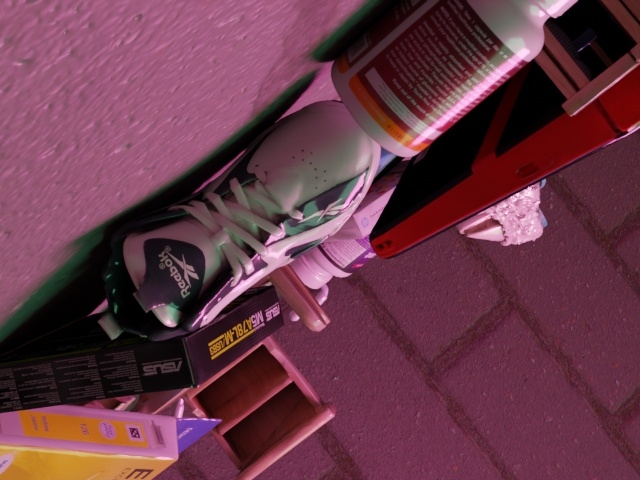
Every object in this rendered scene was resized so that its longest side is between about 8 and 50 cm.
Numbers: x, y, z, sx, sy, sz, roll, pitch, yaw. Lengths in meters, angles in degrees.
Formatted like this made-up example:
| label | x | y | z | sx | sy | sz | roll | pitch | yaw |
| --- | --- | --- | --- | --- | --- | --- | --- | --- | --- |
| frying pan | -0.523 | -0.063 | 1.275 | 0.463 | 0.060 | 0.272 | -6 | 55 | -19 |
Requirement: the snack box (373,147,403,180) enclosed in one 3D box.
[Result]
| label | x | y | z | sx | sy | sz | roll | pitch | yaw |
| --- | --- | --- | --- | --- | --- | --- | --- | --- | --- |
| snack box | -0.051 | -0.013 | 1.035 | 0.322 | 0.060 | 0.187 | -39 | 176 | 25 |

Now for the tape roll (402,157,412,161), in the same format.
| label | x | y | z | sx | sy | sz | roll | pitch | yaw |
| --- | --- | --- | --- | --- | --- | --- | --- | --- | --- |
| tape roll | 0.235 | -0.157 | 1.756 | 0.286 | 0.100 | 0.286 | -37 | 176 | -3 |

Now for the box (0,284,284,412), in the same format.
| label | x | y | z | sx | sy | sz | roll | pitch | yaw |
| --- | --- | --- | --- | --- | --- | --- | --- | --- | --- |
| box | -0.149 | 0.086 | 0.854 | 0.190 | 0.045 | 0.184 | -10 | -171 | 19 |

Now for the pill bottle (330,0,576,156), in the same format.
| label | x | y | z | sx | sy | sz | roll | pitch | yaw |
| --- | --- | --- | --- | --- | --- | --- | --- | --- | --- |
| pill bottle | 0.087 | -0.130 | 0.680 | 0.152 | 0.086 | 0.086 | -39 | 176 | 24 |

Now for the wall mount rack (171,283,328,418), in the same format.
| label | x | y | z | sx | sy | sz | roll | pitch | yaw |
| --- | --- | --- | --- | --- | --- | --- | --- | --- | --- |
| wall mount rack | -0.139 | 0.153 | 1.758 | 0.304 | 0.130 | 0.350 | -38 | 176 | 9 |

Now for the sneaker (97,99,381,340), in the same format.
| label | x | y | z | sx | sy | sz | roll | pitch | yaw |
| --- | --- | --- | --- | --- | --- | --- | --- | --- | --- |
| sneaker | -0.066 | -0.002 | 0.725 | 0.235 | 0.094 | 0.153 | -28 | -170 | 25 |

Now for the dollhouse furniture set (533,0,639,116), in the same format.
| label | x | y | z | sx | sy | sz | roll | pitch | yaw |
| --- | --- | --- | --- | --- | --- | --- | --- | --- | --- |
| dollhouse furniture set | 0.220 | -0.193 | 0.854 | 0.129 | 0.129 | 0.183 | -39 | 175 | 17 |

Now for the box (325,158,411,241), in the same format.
| label | x | y | z | sx | sy | sz | roll | pitch | yaw |
| --- | --- | --- | --- | --- | --- | --- | --- | --- | --- |
| box | 0.061 | -0.055 | 1.417 | 0.186 | 0.038 | 0.145 | -36 | -161 | -36 |

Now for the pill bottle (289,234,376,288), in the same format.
| label | x | y | z | sx | sy | sz | roll | pitch | yaw |
| --- | --- | --- | --- | --- | --- | --- | --- | --- | --- |
| pill bottle | 0.042 | -0.011 | 1.620 | 0.193 | 0.108 | 0.108 | -39 | 176 | 23 |

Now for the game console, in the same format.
| label | x | y | z | sx | sy | sz | roll | pitch | yaw |
| --- | --- | --- | --- | --- | --- | --- | --- | --- | --- |
| game console | 0.228 | -0.156 | 1.067 | 0.342 | 0.060 | 0.386 | -35 | -166 | 37 |

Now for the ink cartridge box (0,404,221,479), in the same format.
| label | x | y | z | sx | sy | sz | roll | pitch | yaw |
| --- | --- | --- | --- | --- | --- | --- | --- | --- | --- |
| ink cartridge box | -0.297 | 0.271 | 1.079 | 0.303 | 0.072 | 0.307 | -41 | 143 | 25 |

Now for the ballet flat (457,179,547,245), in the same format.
| label | x | y | z | sx | sy | sz | roll | pitch | yaw |
| --- | --- | --- | --- | --- | --- | --- | --- | --- | --- |
| ballet flat | 0.243 | -0.067 | 1.509 | 0.147 | 0.147 | 0.409 | -38 | 164 | 2 |

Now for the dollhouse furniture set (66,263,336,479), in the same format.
| label | x | y | z | sx | sy | sz | roll | pitch | yaw |
| --- | --- | --- | --- | --- | --- | --- | --- | --- | --- |
| dollhouse furniture set | -0.135 | 0.201 | 1.378 | 0.362 | 0.256 | 0.394 | -38 | 177 | 2 |
